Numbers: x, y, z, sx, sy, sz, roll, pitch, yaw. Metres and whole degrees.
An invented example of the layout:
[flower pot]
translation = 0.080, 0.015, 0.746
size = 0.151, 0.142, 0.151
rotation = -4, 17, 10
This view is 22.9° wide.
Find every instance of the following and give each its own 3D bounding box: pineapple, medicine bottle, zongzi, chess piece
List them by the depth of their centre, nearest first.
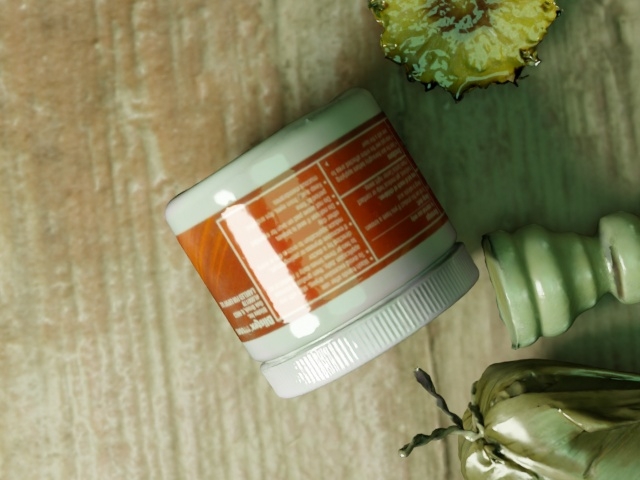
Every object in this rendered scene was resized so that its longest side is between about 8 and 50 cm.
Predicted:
[zongzi]
translation = 0.388, 0.152, 1.633
size = 0.500, 0.218, 0.467
rotation = 37, 101, -2
[medicine bottle]
translation = 0.000, 0.000, 1.639
size = 0.252, 0.252, 0.240
rotation = -31, 92, 7
[pineapple]
translation = 0.152, -0.254, 1.687
size = 0.225, 0.076, 0.224
rotation = 0, 94, 4
[chess piece]
translation = 0.305, 0.022, 1.688
size = 0.243, 0.133, 0.133
rotation = -16, 95, 0
